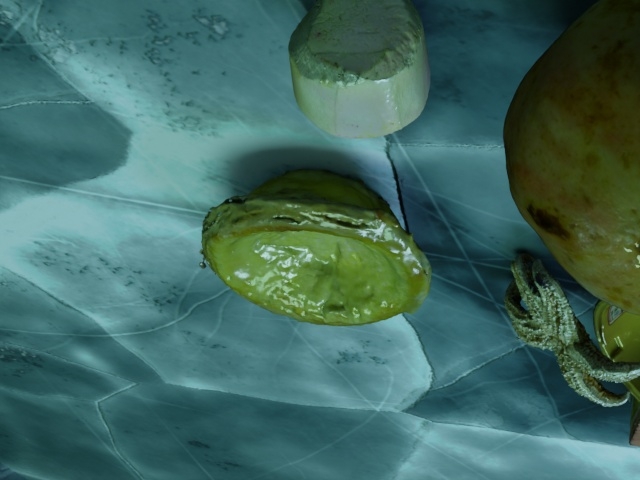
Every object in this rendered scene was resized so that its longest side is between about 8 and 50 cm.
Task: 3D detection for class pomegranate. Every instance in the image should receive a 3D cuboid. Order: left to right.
[{"bbox_3d":[0.339,-0.091,1.563,0.342,0.342,0.342,11,153,6],"label":"pomegranate"}]

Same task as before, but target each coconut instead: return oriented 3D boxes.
[{"bbox_3d":[0.042,-0.179,1.692,0.147,0.147,0.153,8,154,11],"label":"coconut"}]

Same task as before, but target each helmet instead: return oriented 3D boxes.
[{"bbox_3d":[0.475,0.133,2.061,0.257,0.140,0.205,45,156,11],"label":"helmet"}]

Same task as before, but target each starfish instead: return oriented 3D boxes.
[{"bbox_3d":[0.319,0.123,2.095,0.238,0.071,0.216,55,165,-24],"label":"starfish"}]

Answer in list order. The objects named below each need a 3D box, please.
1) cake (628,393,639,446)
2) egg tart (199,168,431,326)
[{"bbox_3d":[0.465,0.215,2.239,0.090,0.109,0.225,5,164,10],"label":"cake"},{"bbox_3d":[0.000,0.000,2.076,0.315,0.120,0.315,9,152,5],"label":"egg tart"}]
